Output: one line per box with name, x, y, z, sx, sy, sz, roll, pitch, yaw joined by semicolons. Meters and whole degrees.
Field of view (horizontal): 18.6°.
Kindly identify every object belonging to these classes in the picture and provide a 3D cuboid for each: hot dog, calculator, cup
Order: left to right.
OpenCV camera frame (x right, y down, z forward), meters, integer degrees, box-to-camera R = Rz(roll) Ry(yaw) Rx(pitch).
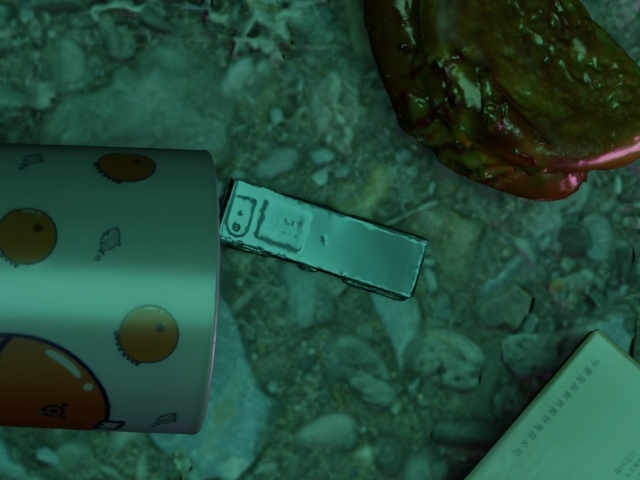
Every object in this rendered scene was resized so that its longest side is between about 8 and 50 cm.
cup;-0.243;0.030;1.421;0.317;0.212;0.212;3;92;-9
calculator;0.000;0.000;1.561;0.172;0.018;0.057;17;90;-11
hot dog;0.136;-0.128;1.522;0.256;0.150;0.153;45;75;-10

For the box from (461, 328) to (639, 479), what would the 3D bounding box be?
box;0.201;0.223;1.553;0.175;0.062;0.260;41;90;5
